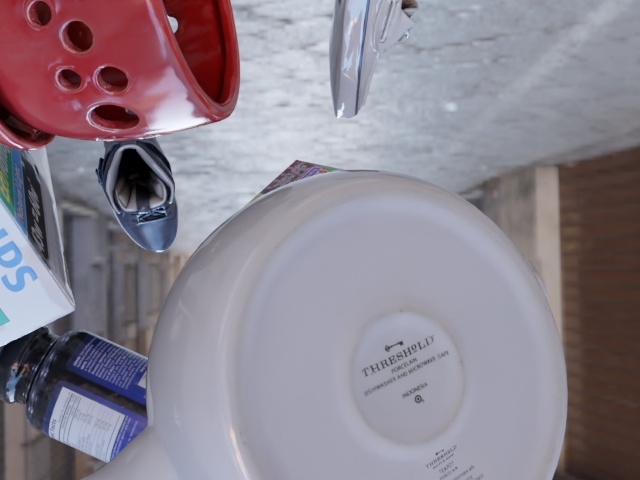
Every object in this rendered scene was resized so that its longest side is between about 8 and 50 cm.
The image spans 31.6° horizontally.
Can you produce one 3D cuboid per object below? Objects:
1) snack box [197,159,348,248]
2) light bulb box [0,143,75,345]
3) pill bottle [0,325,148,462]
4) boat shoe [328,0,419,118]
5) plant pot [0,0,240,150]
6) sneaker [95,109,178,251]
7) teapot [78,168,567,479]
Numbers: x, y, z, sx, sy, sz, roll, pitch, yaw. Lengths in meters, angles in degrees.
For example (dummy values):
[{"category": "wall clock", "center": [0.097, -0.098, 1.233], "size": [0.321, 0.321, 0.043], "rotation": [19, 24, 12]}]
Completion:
[{"category": "snack box", "center": [0.000, 0.000, 1.202], "size": [0.174, 0.070, 0.207], "rotation": [14, -143, 27]}, {"category": "light bulb box", "center": [-0.461, -0.029, 1.096], "size": [0.361, 0.225, 0.358], "rotation": [-26, -143, 0]}, {"category": "pill bottle", "center": [-0.243, 0.171, 1.241], "size": [0.219, 0.123, 0.123], "rotation": [24, 180, 4]}, {"category": "boat shoe", "center": [0.062, -0.251, 1.228], "size": [0.088, 0.268, 0.096], "rotation": [2, -148, -9]}, {"category": "plant pot", "center": [-0.164, -0.155, 0.790], "size": [0.174, 0.191, 0.191], "rotation": [-15, 176, 12]}, {"category": "sneaker", "center": [-0.216, -0.047, 1.376], "size": [0.086, 0.226, 0.163], "rotation": [-16, -144, -7]}, {"category": "teapot", "center": [0.007, 0.084, 0.662], "size": [0.256, 0.253, 0.187], "rotation": [23, 160, -21]}]
